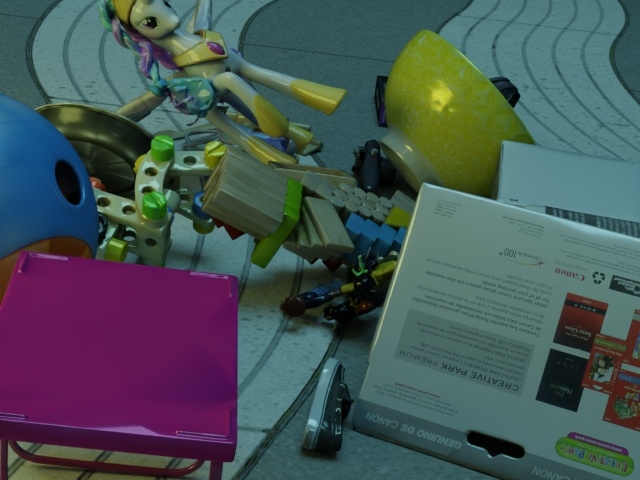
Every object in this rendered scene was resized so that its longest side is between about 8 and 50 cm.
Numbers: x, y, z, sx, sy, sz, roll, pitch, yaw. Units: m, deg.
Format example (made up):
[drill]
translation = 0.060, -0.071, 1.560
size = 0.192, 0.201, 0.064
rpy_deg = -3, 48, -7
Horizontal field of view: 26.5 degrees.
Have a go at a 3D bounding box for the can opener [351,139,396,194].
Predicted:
[can opener]
translation = 0.076, -0.102, 2.036
size = 0.073, 0.059, 0.186
rpy_deg = 10, 22, 3

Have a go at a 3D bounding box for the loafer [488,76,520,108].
[loafer]
translation = 0.257, -0.189, 2.281
size = 0.095, 0.109, 0.303
rpy_deg = 40, 40, 20

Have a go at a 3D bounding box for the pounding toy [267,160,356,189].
[pounding toy]
translation = -0.003, -0.046, 1.854
size = 0.141, 0.100, 0.130
rpy_deg = 7, 8, -8

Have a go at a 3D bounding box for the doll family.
[doll family]
translation = 0.041, 0.060, 1.587
size = 0.193, 0.076, 0.111
rpy_deg = -30, 1, 28

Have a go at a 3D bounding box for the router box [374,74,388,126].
[router box]
translation = 0.167, -0.245, 2.425
size = 0.133, 0.046, 0.179
rpy_deg = 6, 22, -3

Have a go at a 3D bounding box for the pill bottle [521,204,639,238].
[pill bottle]
translation = 0.298, 0.055, 1.582
size = 0.319, 0.176, 0.176
rpy_deg = 10, 23, 5

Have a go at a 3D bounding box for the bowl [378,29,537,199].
[bowl]
translation = 0.181, -0.155, 2.023
size = 0.156, 0.289, 0.289
rpy_deg = -39, 34, -4

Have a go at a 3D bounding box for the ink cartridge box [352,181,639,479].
[ink cartridge box]
translation = 0.220, 0.115, 1.413
size = 0.310, 0.271, 0.130
rpy_deg = 16, -7, 19

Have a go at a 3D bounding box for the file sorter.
[file sorter]
translation = -0.182, 0.160, 1.164
size = 0.202, 0.182, 0.290
rpy_deg = 7, 23, -6

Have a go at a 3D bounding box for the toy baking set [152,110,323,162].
[toy baking set]
translation = -0.127, -0.171, 2.170
size = 0.256, 0.030, 0.197
rpy_deg = 12, 23, 9

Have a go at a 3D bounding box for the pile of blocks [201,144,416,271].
[pile of blocks]
translation = 0.000, 0.000, 1.681
size = 0.362, 0.112, 0.149
rpy_deg = 13, 37, -33

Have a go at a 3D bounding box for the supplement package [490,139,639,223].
[supplement package]
translation = 0.324, -0.014, 1.797
size = 0.204, 0.145, 0.262
rpy_deg = 10, 23, 5

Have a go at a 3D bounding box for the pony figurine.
[pony figurine]
translation = -0.172, -0.233, 1.972
size = 0.363, 0.302, 0.351
rpy_deg = 34, -20, -4

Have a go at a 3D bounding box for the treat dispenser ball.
[treat dispenser ball]
translation = -0.370, -0.013, 1.374
size = 0.288, 0.288, 0.288
rpy_deg = 7, 23, -3

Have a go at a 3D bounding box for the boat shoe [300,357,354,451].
[boat shoe]
translation = 0.011, 0.170, 1.386
size = 0.040, 0.049, 0.142
rpy_deg = 15, 29, 3

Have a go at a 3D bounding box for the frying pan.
[frying pan]
translation = -0.367, -0.140, 1.822
size = 0.326, 0.197, 0.053
rpy_deg = 18, 62, -13

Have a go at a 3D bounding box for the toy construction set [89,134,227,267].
[toy construction set]
translation = -0.290, -0.059, 1.692
size = 0.328, 0.151, 0.215
rpy_deg = 8, 46, 19
